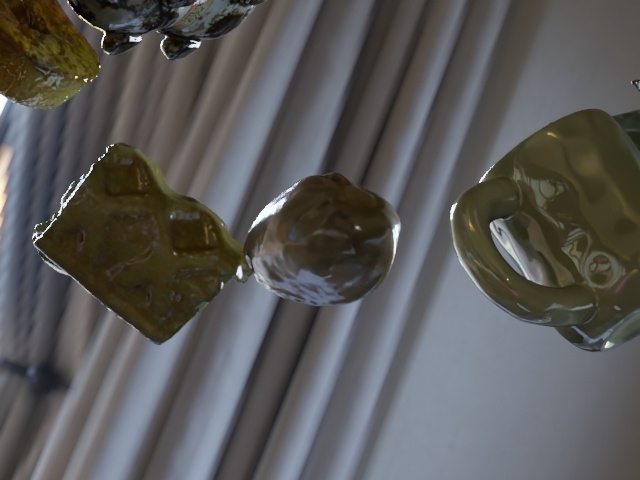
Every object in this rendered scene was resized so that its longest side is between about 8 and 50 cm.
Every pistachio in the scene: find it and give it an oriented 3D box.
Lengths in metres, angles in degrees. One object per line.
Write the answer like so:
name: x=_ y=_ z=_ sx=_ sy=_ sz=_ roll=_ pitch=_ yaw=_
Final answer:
pistachio: x=0.000 y=0.000 z=2.106 sx=0.126 sy=0.152 sz=0.223 roll=-19 pitch=7 yaw=-42

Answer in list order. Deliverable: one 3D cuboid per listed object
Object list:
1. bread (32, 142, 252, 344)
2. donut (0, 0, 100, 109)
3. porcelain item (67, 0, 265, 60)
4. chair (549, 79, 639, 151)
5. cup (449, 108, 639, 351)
bread: x=-0.233 y=0.006 z=2.431 sx=0.252 sy=0.196 sz=0.238 roll=44 pitch=-62 yaw=-9
donut: x=-0.302 y=-0.202 z=1.767 sx=0.190 sy=0.074 sz=0.174 roll=48 pitch=16 yaw=2
porcelain item: x=-0.171 y=-0.288 z=1.846 sx=0.138 sy=0.186 sz=0.288 roll=-34 pitch=-9 yaw=26
chair: x=0.419 y=-0.096 z=1.954 sx=0.275 sy=0.190 sz=0.203 roll=4 pitch=-52 yaw=59
cup: x=0.256 y=-0.008 z=1.802 sx=0.202 sy=0.173 sz=0.255 roll=57 pitch=21 yaw=18
